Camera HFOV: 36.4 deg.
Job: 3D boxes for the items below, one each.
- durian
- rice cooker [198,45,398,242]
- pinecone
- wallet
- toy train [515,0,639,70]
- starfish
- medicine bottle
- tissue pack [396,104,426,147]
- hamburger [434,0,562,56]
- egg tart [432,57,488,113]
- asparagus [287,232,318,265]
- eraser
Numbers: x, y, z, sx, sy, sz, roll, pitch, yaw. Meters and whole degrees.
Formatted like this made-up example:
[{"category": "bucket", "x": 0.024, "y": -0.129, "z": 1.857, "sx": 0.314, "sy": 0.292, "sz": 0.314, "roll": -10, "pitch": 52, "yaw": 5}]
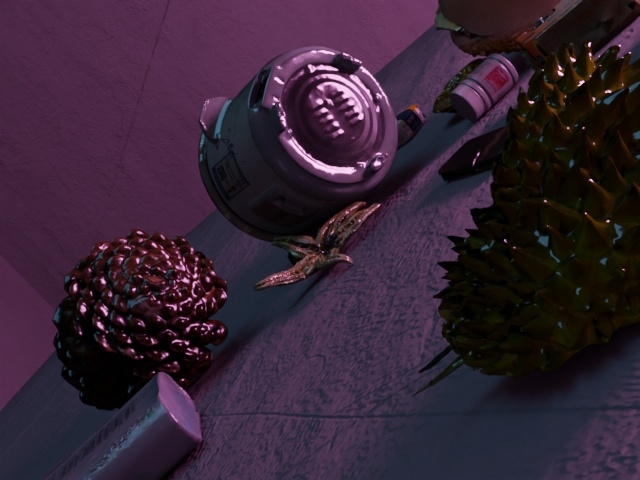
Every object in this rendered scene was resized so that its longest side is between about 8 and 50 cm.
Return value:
[{"category": "durian", "x": 0.201, "y": -0.032, "z": 0.689, "sx": 0.352, "sy": 0.158, "sz": 0.169, "roll": -51, "pitch": -22, "yaw": -44}, {"category": "rice cooker", "x": -0.040, "y": -0.143, "z": 1.505, "sx": 0.317, "sy": 0.317, "sz": 0.264, "roll": -27, "pitch": 47, "yaw": 56}, {"category": "pinecone", "x": -0.268, "y": 0.126, "z": 1.391, "sx": 0.292, "sy": 0.246, "sz": 0.246, "roll": -47, "pitch": 3, "yaw": 46}, {"category": "wallet", "x": 0.204, "y": -0.111, "z": 1.200, "sx": 0.082, "sy": 0.018, "sz": 0.157, "roll": -45, "pitch": 11, "yaw": -16}, {"category": "toy train", "x": 0.346, "y": -0.292, "z": 1.275, "sx": 0.188, "sy": 0.072, "sz": 0.099, "roll": -40, "pitch": 9, "yaw": 11}, {"category": "starfish", "x": -0.005, "y": 0.010, "z": 1.358, "sx": 0.223, "sy": 0.050, "sz": 0.217, "roll": -33, "pitch": 28, "yaw": -25}, {"category": "medicine bottle", "x": 0.241, "y": -0.226, "z": 1.439, "sx": 0.091, "sy": 0.058, "sz": 0.058, "roll": -44, "pitch": 10, "yaw": -11}, {"category": "tissue pack", "x": 0.147, "y": -0.204, "z": 1.767, "sx": 0.062, "sy": 0.042, "sz": 0.083, "roll": -29, "pitch": 16, "yaw": 45}, {"category": "hamburger", "x": 0.322, "y": -0.410, "z": 1.525, "sx": 0.302, "sy": 0.170, "sz": 0.302, "roll": -22, "pitch": 32, "yaw": 15}, {"category": "egg tart", "x": 0.234, "y": -0.239, "z": 1.562, "sx": 0.129, "sy": 0.049, "sz": 0.129, "roll": -42, "pitch": 12, "yaw": 12}, {"category": "asparagus", "x": 0.000, "y": 0.000, "z": 1.478, "sx": 0.036, "sy": 0.030, "sz": 0.165, "roll": -37, "pitch": 5, "yaw": -36}, {"category": "eraser", "x": -0.244, "y": 0.265, "z": 1.121, "sx": 0.227, "sy": 0.081, "sz": 0.174, "roll": -41, "pitch": 13, "yaw": -2}]
